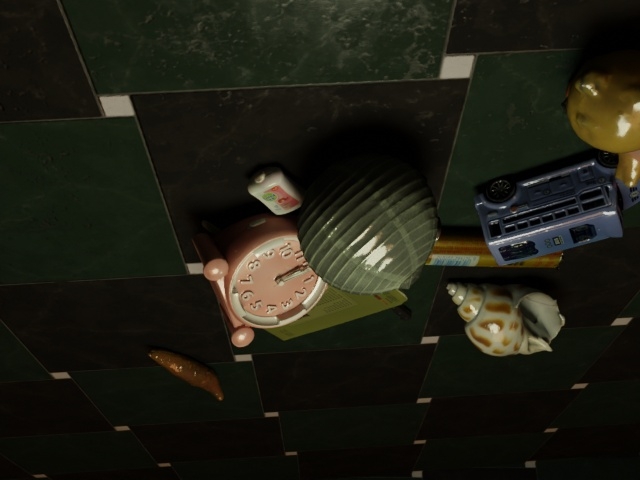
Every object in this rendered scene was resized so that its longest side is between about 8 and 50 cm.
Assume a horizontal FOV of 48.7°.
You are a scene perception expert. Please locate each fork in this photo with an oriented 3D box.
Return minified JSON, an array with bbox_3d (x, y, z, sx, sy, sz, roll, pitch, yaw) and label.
[{"bbox_3d":[-0.135,0.001,1.372,0.219,0.028,0.034,23,147,-31],"label":"fork"}]

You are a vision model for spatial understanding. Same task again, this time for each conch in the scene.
[{"bbox_3d":[0.405,0.169,1.591,0.275,0.182,0.149,29,178,-33],"label":"conch"}]

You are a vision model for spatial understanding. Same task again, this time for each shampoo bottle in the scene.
[{"bbox_3d":[-0.077,-0.087,1.207,0.072,0.043,0.099,-21,145,24],"label":"shampoo bottle"}]

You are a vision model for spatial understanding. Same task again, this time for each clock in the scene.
[{"bbox_3d":[-0.094,0.046,1.318,0.241,0.142,0.227,-24,128,-10],"label":"clock"}]

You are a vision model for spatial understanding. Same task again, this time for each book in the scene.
[{"bbox_3d":[-0.014,0.126,1.571,0.352,0.035,0.239,-21,142,28],"label":"book"}]

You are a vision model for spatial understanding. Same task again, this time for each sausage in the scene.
[{"bbox_3d":[0.295,0.018,1.395,0.371,0.082,0.082,1,148,-8],"label":"sausage"}]

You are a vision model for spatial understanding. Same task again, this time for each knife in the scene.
[{"bbox_3d":[0.130,0.136,1.631,0.072,0.019,0.245,-19,143,28],"label":"knife"}]

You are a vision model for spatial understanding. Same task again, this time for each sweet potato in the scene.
[{"bbox_3d":[-0.342,0.342,1.862,0.072,0.066,0.314,-23,142,17],"label":"sweet potato"}]

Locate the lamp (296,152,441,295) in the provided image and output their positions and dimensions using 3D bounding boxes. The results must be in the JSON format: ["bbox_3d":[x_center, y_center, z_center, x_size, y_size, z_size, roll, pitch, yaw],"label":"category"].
[{"bbox_3d":[0.079,-0.018,1.162,0.233,0.233,0.265,17,136,-30],"label":"lamp"}]

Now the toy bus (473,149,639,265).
[{"bbox_3d":[0.429,-0.057,1.233,0.292,0.133,0.125,-17,146,20],"label":"toy bus"}]

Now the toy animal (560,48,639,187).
[{"bbox_3d":[0.457,-0.179,1.011,0.281,0.169,0.195,19,100,-25],"label":"toy animal"}]
